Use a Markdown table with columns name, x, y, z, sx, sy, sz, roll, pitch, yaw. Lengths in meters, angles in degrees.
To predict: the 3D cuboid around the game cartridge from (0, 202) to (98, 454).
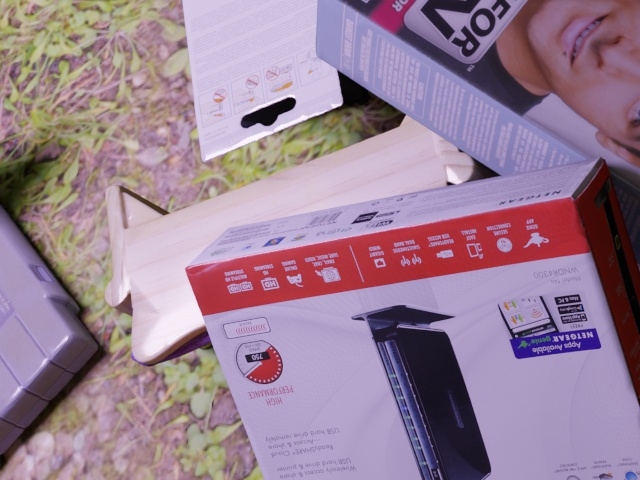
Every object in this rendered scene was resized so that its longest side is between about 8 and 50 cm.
| name | x | y | z | sx | sy | sz | roll | pitch | yaw |
| --- | --- | --- | --- | --- | --- | --- | --- | --- | --- |
| game cartridge | -0.382 | 0.068 | 1.964 | 0.230 | 0.068 | 0.355 | -44 | 54 | 4 |

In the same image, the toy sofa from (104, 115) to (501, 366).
| name | x | y | z | sx | sy | sz | roll | pitch | yaw |
| --- | --- | --- | --- | --- | --- | --- | --- | --- | --- |
| toy sofa | 0.000 | 0.000 | 1.695 | 0.362 | 0.150 | 0.177 | -20 | 64 | 24 |

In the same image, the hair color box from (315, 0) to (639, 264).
| name | x | y | z | sx | sy | sz | roll | pitch | yaw |
| --- | --- | --- | --- | --- | --- | --- | --- | --- | --- |
| hair color box | 0.199 | -0.137 | 1.533 | 0.374 | 0.113 | 0.185 | 34 | 69 | 13 |

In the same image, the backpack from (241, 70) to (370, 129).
| name | x | y | z | sx | sy | sz | roll | pitch | yaw |
| --- | --- | --- | --- | --- | --- | --- | --- | --- | --- |
| backpack | -0.034 | -0.207 | 1.824 | 0.158 | 0.117 | 0.173 | -12 | 62 | 27 |

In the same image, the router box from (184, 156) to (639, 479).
| name | x | y | z | sx | sy | sz | roll | pitch | yaw |
| --- | --- | --- | --- | --- | --- | --- | --- | --- | --- |
| router box | 0.099 | 0.113 | 1.516 | 0.335 | 0.082 | 0.301 | -11 | 108 | 29 |

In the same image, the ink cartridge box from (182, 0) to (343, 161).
| name | x | y | z | sx | sy | sz | roll | pitch | yaw |
| --- | --- | --- | --- | --- | --- | --- | --- | --- | --- |
| ink cartridge box | -0.043 | -0.162 | 1.708 | 0.145 | 0.045 | 0.179 | -21 | 61 | 22 |
